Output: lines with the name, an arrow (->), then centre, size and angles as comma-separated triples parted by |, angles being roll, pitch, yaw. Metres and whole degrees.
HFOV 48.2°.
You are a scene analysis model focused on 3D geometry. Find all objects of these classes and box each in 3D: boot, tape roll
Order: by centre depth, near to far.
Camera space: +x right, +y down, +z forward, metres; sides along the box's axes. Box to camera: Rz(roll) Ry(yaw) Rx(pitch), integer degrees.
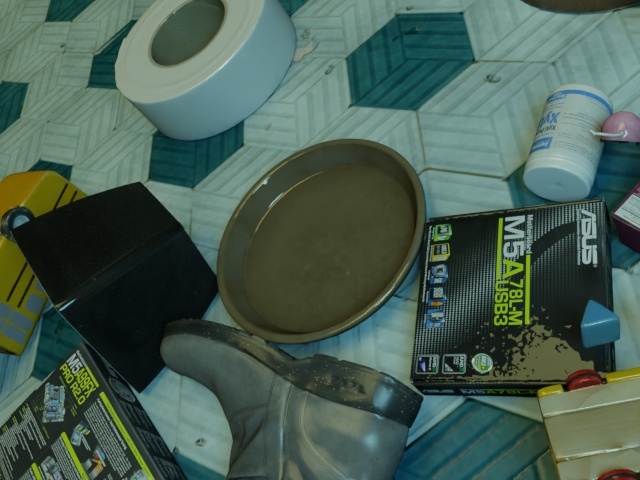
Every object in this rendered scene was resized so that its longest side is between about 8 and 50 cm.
boot -> -0.076, 0.212, 0.720 | 0.338, 0.118, 0.223 | 8, 70, 40
tape roll -> -0.184, -0.299, 1.130 | 0.286, 0.100, 0.286 | -16, 54, 23

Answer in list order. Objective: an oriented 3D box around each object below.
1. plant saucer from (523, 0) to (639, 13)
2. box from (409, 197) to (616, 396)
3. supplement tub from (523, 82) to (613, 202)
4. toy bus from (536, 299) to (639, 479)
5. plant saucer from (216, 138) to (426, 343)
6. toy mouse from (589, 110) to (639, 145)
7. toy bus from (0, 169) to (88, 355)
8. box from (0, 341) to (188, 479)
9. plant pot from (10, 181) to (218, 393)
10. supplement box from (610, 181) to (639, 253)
plant saucer -> 0.371, -0.418, 0.899 | 0.310, 0.050, 0.311 | -17, 52, 23
box -> 0.188, 0.057, 0.700 | 0.184, 0.045, 0.191 | -7, 58, 30
supplement tub -> 0.258, -0.102, 0.744 | 0.071, 0.071, 0.107 | 8, 64, 35
toy bus -> 0.267, 0.152, 0.536 | 0.202, 0.104, 0.191 | 25, 61, 42
plant saucer -> 0.000, 0.000, 0.857 | 0.277, 0.041, 0.278 | -16, 53, 22
toy mouse -> 0.322, -0.105, 0.684 | 0.161, 0.143, 0.031 | 5, 102, -3
toy bus -> -0.471, 0.053, 1.054 | 0.108, 0.130, 0.333 | 1, 61, 31
box -> -0.289, 0.282, 0.837 | 0.216, 0.060, 0.270 | -47, 48, -4
plant pot -> -0.240, 0.039, 0.896 | 0.167, 0.188, 0.187 | -39, 47, -12
supplement box -> 0.319, -0.032, 0.669 | 0.083, 0.055, 0.043 | -47, 48, -2
